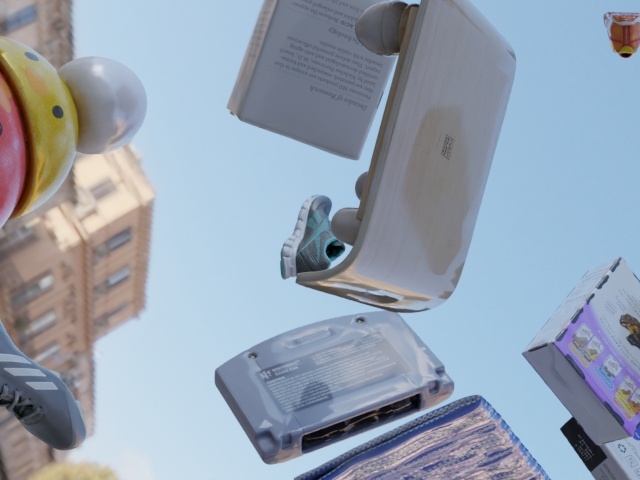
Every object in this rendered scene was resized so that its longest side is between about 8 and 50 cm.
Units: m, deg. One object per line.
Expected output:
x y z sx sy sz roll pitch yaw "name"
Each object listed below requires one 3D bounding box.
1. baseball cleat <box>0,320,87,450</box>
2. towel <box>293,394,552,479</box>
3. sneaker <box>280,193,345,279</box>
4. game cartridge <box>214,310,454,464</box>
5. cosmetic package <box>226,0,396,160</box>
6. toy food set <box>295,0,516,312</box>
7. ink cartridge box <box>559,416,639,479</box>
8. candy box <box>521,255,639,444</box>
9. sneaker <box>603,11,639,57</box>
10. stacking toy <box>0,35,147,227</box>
-0.304 0.131 1.040 0.072 0.109 0.206 -31 -78 32 "baseball cleat"
0.140 0.307 1.358 0.336 0.243 0.040 50 16 -49 "towel"
0.000 0.000 1.541 0.076 0.166 0.065 9 -48 12 "sneaker"
0.013 0.195 1.601 0.198 0.297 0.062 46 -34 50 "game cartridge"
-0.007 -0.208 1.323 0.151 0.151 0.183 -130 -122 -75 "cosmetic package"
0.075 -0.091 1.024 0.092 0.306 0.220 13 -4 29 "toy food set"
0.562 0.315 1.828 0.175 0.371 0.069 57 -43 24 "ink cartridge box"
0.388 0.146 1.522 0.165 0.196 0.070 50 -35 -5 "candy box"
0.457 -0.312 1.716 0.064 0.175 0.067 4 -74 18 "sneaker"
-0.391 -0.125 1.236 0.351 0.480 0.350 19 -60 37 "stacking toy"
